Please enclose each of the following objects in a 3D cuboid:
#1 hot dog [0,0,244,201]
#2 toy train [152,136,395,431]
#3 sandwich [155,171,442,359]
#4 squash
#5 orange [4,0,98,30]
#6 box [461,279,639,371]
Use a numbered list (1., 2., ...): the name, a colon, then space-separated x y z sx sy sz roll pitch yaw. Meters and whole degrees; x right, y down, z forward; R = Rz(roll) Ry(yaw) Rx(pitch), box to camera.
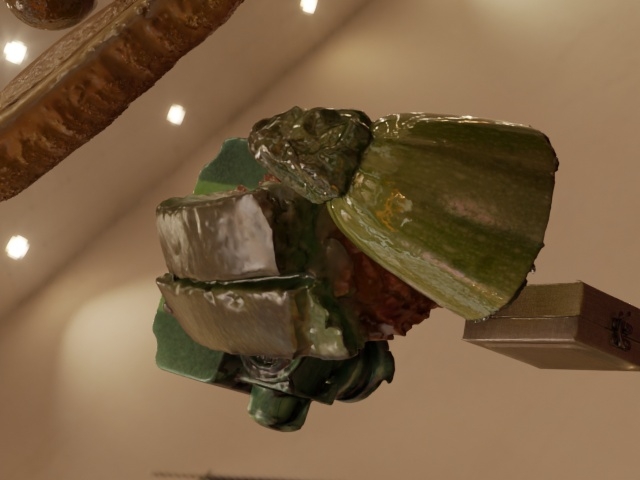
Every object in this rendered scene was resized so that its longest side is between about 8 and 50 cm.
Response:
1. hot dog: -0.167 -0.113 0.922 0.289 0.083 0.068 -35 -63 8
2. toy train: -0.035 0.041 1.316 0.167 0.238 0.299 27 -101 -49
3. sandwich: -0.006 0.000 0.760 0.160 0.185 0.109 -23 -75 -30
4. squash: 0.033 -0.029 0.613 0.132 0.105 0.105 20 -86 -23
5. orange: -0.258 -0.243 1.227 0.095 0.085 0.085 7 -74 -41
6. box: 0.137 0.049 0.716 0.079 0.083 0.035 22 -109 -42
